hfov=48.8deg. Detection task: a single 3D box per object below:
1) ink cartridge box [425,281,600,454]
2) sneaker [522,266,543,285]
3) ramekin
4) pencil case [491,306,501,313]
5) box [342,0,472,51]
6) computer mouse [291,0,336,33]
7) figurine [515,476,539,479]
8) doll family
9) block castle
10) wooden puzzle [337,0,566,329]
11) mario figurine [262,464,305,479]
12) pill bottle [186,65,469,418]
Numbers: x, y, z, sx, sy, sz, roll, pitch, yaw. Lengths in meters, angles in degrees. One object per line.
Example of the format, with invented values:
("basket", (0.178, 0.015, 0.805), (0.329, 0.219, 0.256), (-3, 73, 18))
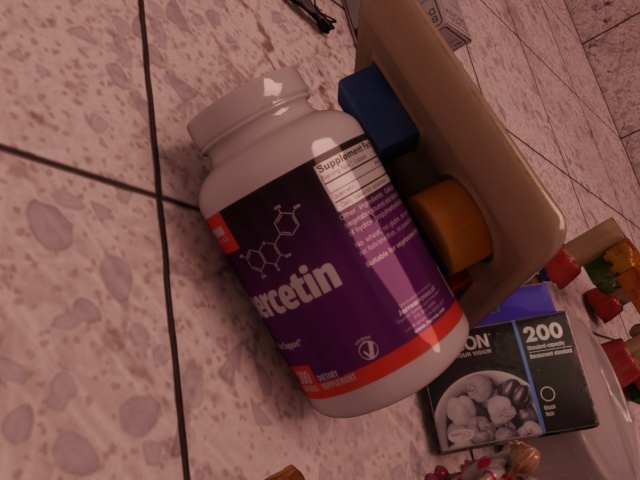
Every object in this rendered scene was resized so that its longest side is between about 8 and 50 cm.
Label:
("ink cartridge box", (0.233, 0.158, 0.923), (0.045, 0.206, 0.208), (88, -8, -65))
("sneaker", (0.233, 0.006, 0.856), (0.099, 0.121, 0.262), (61, -13, 10))
("ramekin", (0.361, 0.255, 1.059), (0.273, 0.127, 0.272), (33, 43, -38))
("pencil case", (0.206, 0.070, 1.053), (0.152, 0.064, 0.070), (34, 4, -36))
("box", (0.128, -0.427, 1.202), (0.087, 0.169, 0.289), (11, 60, -51))
("computer mouse", (-0.019, -0.422, 1.113), (0.106, 0.042, 0.193), (26, 53, -37))
("figurine", (0.262, 0.426, 0.844), (0.215, 0.092, 0.209), (52, 38, -33))
("doll family", (0.174, 0.304, 0.747), (0.263, 0.163, 0.118), (-8, 74, -56))
("block castle", (0.609, 0.171, 1.426), (0.453, 0.213, 0.303), (26, 36, -53))
("wooden puzzle", (0.102, -0.060, 0.797), (0.322, 0.081, 0.348), (61, -13, 16))
("mario figurine", (-0.010, 0.353, 0.533), (0.198, 0.170, 0.320), (-25, 76, -22))
("pill bottle", (0.000, 0.000, 0.704), (0.322, 0.182, 0.181), (60, 32, -4))
